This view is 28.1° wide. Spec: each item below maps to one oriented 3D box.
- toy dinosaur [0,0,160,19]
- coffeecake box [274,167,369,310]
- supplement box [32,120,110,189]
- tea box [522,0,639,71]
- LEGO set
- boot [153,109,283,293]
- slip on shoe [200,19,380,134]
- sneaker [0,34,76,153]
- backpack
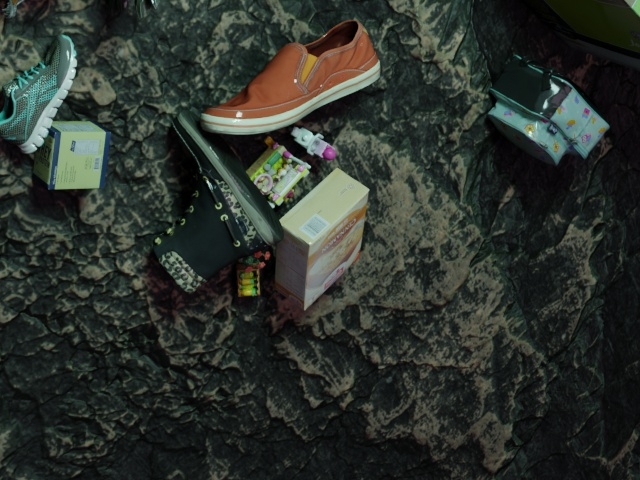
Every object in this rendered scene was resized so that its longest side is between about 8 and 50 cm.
[{"bbox_3d":[-0.283,-0.396,1.615,0.322,0.164,0.218,-40,115,11],"label":"toy dinosaur"},{"bbox_3d":[0.000,0.000,1.991,0.142,0.068,0.185,-44,158,-28],"label":"coffeecake box"},{"bbox_3d":[-0.341,-0.117,1.749,0.083,0.056,0.083,-3,112,-36],"label":"supplement box"},{"bbox_3d":[0.489,-0.436,2.051,0.323,0.329,0.220,30,91,-42],"label":"tea box"},{"bbox_3d":[-0.074,-0.038,1.955,0.132,0.107,0.287,20,97,-41],"label":"LEGO set"},{"bbox_3d":[-0.187,-0.053,1.867,0.178,0.085,0.236,-34,97,15],"label":"boot"},{"bbox_3d":[-0.047,-0.237,1.878,0.331,0.123,0.101,-30,118,-33],"label":"slip on shoe"},{"bbox_3d":[-0.379,-0.198,1.683,0.076,0.065,0.166,22,95,-37],"label":"sneaker"},{"bbox_3d":[0.394,-0.211,2.190,0.188,0.166,0.144,25,97,-37],"label":"backpack"}]
